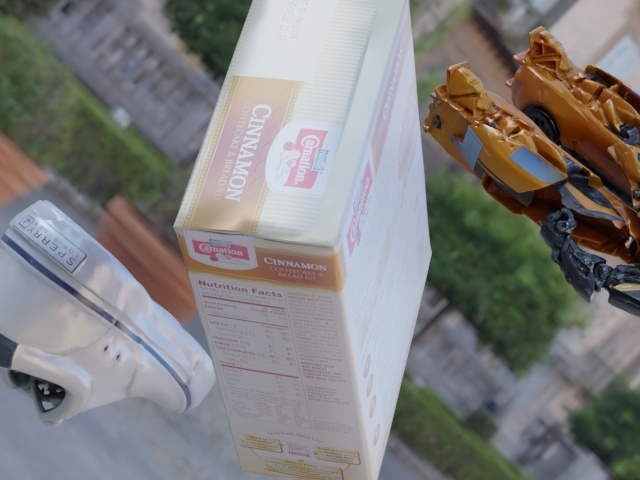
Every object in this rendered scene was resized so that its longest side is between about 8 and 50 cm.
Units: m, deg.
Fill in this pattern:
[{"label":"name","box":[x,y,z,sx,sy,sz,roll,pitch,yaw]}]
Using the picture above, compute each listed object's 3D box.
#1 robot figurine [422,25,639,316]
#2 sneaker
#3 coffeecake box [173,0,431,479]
[{"label":"robot figurine","box":[0.234,-0.053,1.386,0.291,0.211,0.085,40,-41,28]},{"label":"sneaker","box":[-0.134,0.058,0.955,0.094,0.091,0.258,39,-7,24]},{"label":"coffeecake box","box":[0.000,0.000,0.748,0.068,0.142,0.185,7,-37,13]}]
